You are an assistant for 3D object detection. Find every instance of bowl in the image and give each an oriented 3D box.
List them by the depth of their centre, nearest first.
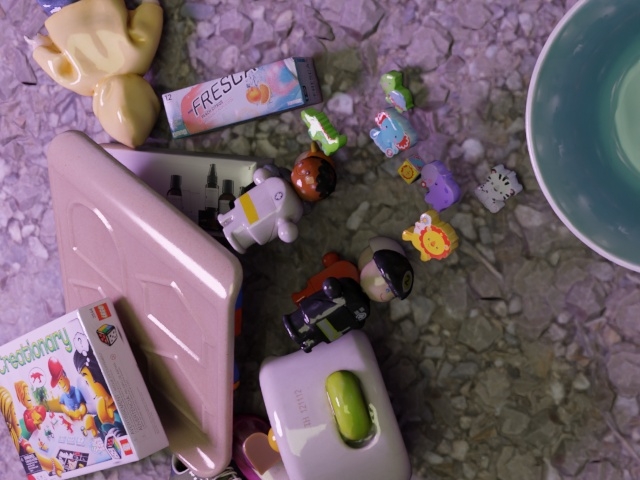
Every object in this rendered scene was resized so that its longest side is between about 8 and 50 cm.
[{"bbox_3d":[0.376,-0.125,1.236,0.311,0.163,0.312,3,98,21],"label":"bowl"}]

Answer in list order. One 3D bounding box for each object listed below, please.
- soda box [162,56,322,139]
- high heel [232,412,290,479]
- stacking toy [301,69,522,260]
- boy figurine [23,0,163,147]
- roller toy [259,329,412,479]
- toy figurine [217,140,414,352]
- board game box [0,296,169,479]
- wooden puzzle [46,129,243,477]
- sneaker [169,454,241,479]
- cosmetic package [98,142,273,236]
[{"bbox_3d":[-0.095,-0.170,1.467,0.183,0.063,0.058,-13,92,22],"label":"soda box"},{"bbox_3d":[-0.041,0.323,1.531,0.082,0.117,0.244,-39,105,-8],"label":"high heel"},{"bbox_3d":[0.105,-0.092,1.341,0.221,0.167,0.052,48,132,10],"label":"stacking toy"},{"bbox_3d":[-0.268,-0.252,1.508,0.177,0.092,0.285,-27,90,-1],"label":"boy figurine"},{"bbox_3d":[0.011,0.210,1.397,0.146,0.191,0.209,-18,122,0],"label":"roller toy"},{"bbox_3d":[0.000,0.000,1.363,0.148,0.213,0.209,-33,93,6],"label":"toy figurine"},{"bbox_3d":[-0.318,0.199,1.544,0.305,0.053,0.193,-24,88,50],"label":"board game box"},{"bbox_3d":[-0.199,0.072,1.461,0.322,0.080,0.348,37,138,28],"label":"wooden puzzle"},{"bbox_3d":[-0.133,0.305,1.517,0.192,0.064,0.086,2,95,53],"label":"sneaker"},{"bbox_3d":[-0.179,-0.063,1.517,0.239,0.060,0.099,6,99,20],"label":"cosmetic package"}]
